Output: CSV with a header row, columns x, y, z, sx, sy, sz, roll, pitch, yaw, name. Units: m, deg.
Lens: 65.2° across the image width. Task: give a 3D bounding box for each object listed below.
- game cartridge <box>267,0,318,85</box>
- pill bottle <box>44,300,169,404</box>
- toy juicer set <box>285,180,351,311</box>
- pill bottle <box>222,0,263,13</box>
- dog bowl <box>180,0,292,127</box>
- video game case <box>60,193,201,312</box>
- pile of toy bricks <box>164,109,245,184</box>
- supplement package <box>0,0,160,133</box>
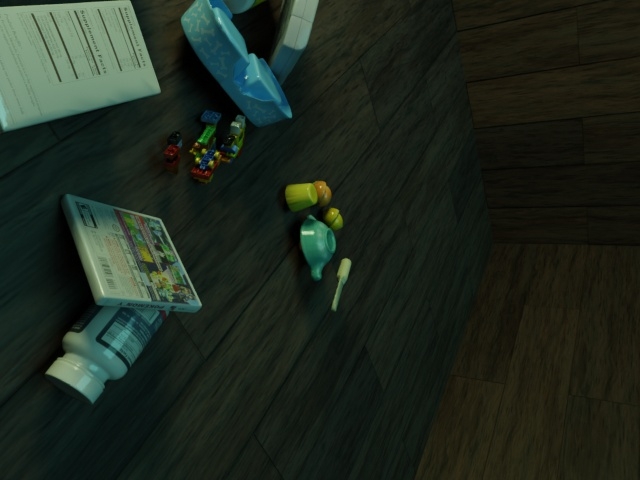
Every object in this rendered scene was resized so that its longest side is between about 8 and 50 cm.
x,y,z,sx,sy,sz,roll,pitch,yaw,name
-0.052,-0.515,1.115,0.062,0.198,0.297,17,75,-22,game cartridge
-0.328,0.152,0.773,0.180,0.108,0.108,-60,138,-36,pill bottle
0.000,0.000,1.310,0.209,0.089,0.329,-38,114,-66,toy juicer set
-0.136,-0.560,1.041,0.208,0.117,0.117,-53,133,-42,pill bottle
-0.162,-0.344,0.993,0.297,0.074,0.166,47,20,-47,dog bowl
-0.294,0.024,0.785,0.183,0.023,0.201,18,32,-56,video game case
-0.219,-0.158,0.961,0.212,0.118,0.105,-74,176,-50,pile of toy bricks
-0.366,-0.231,0.672,0.244,0.139,0.134,-39,121,-49,supplement package
